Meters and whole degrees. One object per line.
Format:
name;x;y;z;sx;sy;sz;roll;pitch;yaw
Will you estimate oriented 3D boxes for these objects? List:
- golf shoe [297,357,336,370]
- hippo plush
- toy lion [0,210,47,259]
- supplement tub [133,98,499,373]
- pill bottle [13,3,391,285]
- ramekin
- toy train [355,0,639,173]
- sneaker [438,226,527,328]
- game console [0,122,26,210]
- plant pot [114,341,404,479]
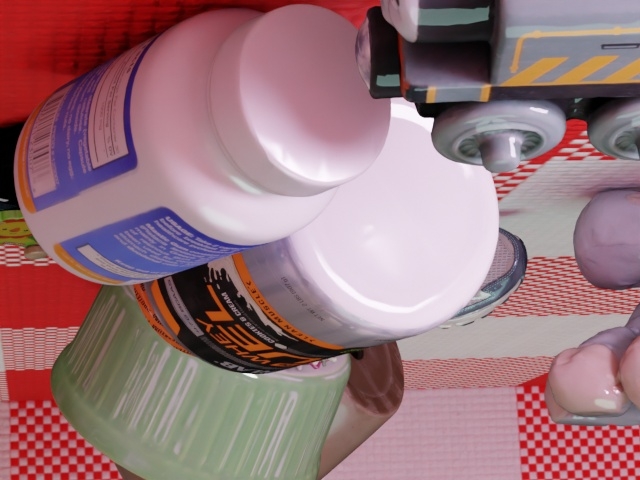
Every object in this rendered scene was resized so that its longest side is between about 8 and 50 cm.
golf shoe;0.000;0.000;1.690;0.115;0.140;0.306;5;145;-22
hippo plush;0.355;0.058;1.729;0.294;0.236;0.234;7;167;-15
toy lion;-0.287;-0.013;1.752;0.100;0.034;0.096;7;159;-42
supplement tub;-0.019;0.001;1.431;0.193;0.193;0.316;3;168;-28
pill bottle;-0.076;-0.063;1.182;0.152;0.152;0.272;5;167;-35
ramekin;-0.115;0.133;1.904;0.303;0.148;0.303;22;-161;-8
toy train;0.186;-0.128;0.983;0.334;0.142;0.190;-1;158;0
sneaker;0.068;0.030;1.854;0.283;0.110;0.122;-5;166;13
game console;-0.273;-0.077;1.366;0.213;0.044;0.361;-11;167;32
plant pot;-0.064;0.179;2.191;0.280;0.323;0.323;-27;159;28
